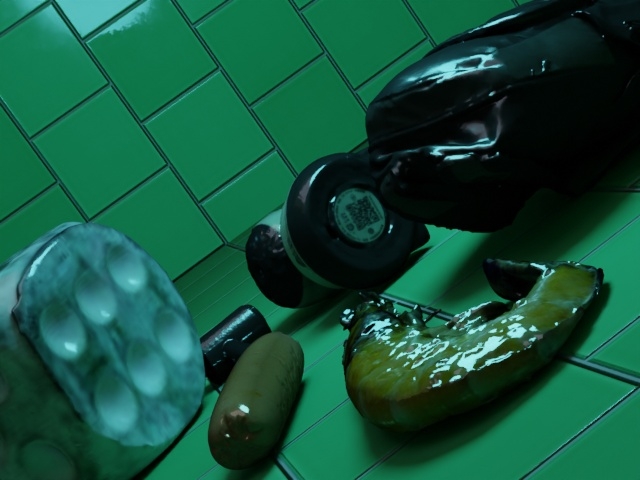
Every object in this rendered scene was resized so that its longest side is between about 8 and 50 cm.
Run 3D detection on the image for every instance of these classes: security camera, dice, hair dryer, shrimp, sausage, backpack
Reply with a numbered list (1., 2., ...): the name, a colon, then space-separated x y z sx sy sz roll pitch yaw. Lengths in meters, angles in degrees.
1. security camera: 0.000 0.000 1.985 0.191 0.197 0.277 -30 -2 -29
2. dice: -0.382 0.191 1.894 0.348 0.330 0.328 -32 10 31
3. hair dryer: -0.097 0.150 1.934 0.114 0.070 0.248 -38 13 -19
4. shrimp: 0.131 0.080 1.381 0.272 0.085 0.445 -31 11 -8
5. sausage: -0.072 0.182 1.581 0.086 0.086 0.289 -33 10 14
6. backpack: 0.252 -0.164 1.687 0.445 0.255 0.363 -24 1 -36
